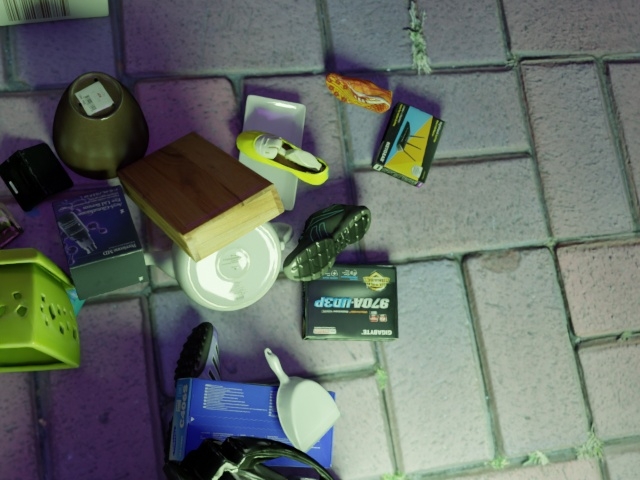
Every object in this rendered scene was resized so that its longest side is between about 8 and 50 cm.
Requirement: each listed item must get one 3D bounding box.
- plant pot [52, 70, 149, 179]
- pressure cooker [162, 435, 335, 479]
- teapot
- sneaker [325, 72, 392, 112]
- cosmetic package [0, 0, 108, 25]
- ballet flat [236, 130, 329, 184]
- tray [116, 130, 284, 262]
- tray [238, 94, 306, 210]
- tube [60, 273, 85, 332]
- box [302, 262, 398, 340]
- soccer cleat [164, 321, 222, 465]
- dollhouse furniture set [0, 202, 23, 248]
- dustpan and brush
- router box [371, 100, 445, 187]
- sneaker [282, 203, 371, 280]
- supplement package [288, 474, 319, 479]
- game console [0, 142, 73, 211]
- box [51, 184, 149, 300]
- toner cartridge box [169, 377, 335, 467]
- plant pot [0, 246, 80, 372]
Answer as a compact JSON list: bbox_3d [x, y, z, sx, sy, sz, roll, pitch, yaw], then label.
[{"bbox_3d":[-0.479,-0.266,1.722,0.215,0.230,0.215,3,77,-12],"label":"plant pot"},{"bbox_3d":[-0.142,0.559,1.419,0.375,0.370,0.420,34,84,13],"label":"pressure cooker"},{"bbox_3d":[-0.214,0.020,1.746,0.256,0.187,0.252,34,91,-30],"label":"teapot"},{"bbox_3d":[0.093,-0.372,1.972,0.175,0.064,0.067,22,53,-12],"label":"sneaker"},{"bbox_3d":[-0.662,-0.726,1.741,0.329,0.327,0.394,-11,79,-15],"label":"cosmetic package"},{"bbox_3d":[-0.082,-0.202,1.842,0.231,0.077,0.077,25,74,-5],"label":"ballet flat"},{"bbox_3d":[-0.263,-0.107,1.662,0.202,0.411,0.076,-31,123,-17],"label":"tray"},{"bbox_3d":[-0.121,-0.206,1.892,0.145,0.030,0.270,9,75,-11],"label":"tray"},{"bbox_3d":[-0.553,0.156,1.706,0.080,0.052,0.207,26,77,8],"label":"tube"},{"bbox_3d":[0.067,0.143,1.839,0.220,0.051,0.175,3,76,-12],"label":"box"},{"bbox_3d":[-0.249,0.337,1.710,0.116,0.108,0.318,18,68,-32],"label":"soccer cleat"},{"bbox_3d":[-0.782,-0.039,1.559,0.286,0.303,0.198,-43,87,-18],"label":"dollhouse furniture set"},{"bbox_3d":[-0.055,0.315,1.661,0.147,0.060,0.211,-35,106,-46],"label":"dustpan and brush"},{"bbox_3d":[0.218,-0.236,1.965,0.133,0.046,0.179,22,73,-7],"label":"router box"},{"bbox_3d":[0.000,0.000,1.819,0.106,0.101,0.267,25,47,35],"label":"sneaker"},{"bbox_3d":[-0.013,0.625,1.663,0.133,0.139,0.244,13,73,-10],"label":"supplement package"},{"bbox_3d":[-0.634,-0.141,1.773,0.107,0.071,0.122,-36,85,12],"label":"game console"},{"bbox_3d":[-0.464,0.002,1.683,0.153,0.108,0.207,-17,51,-16],"label":"box"},{"bbox_3d":[-0.134,0.384,1.666,0.347,0.075,0.165,13,72,-31],"label":"toner cartridge box"},{"bbox_3d":[-0.618,0.139,1.584,0.228,0.227,0.207,-5,70,4],"label":"plant pot"}]
